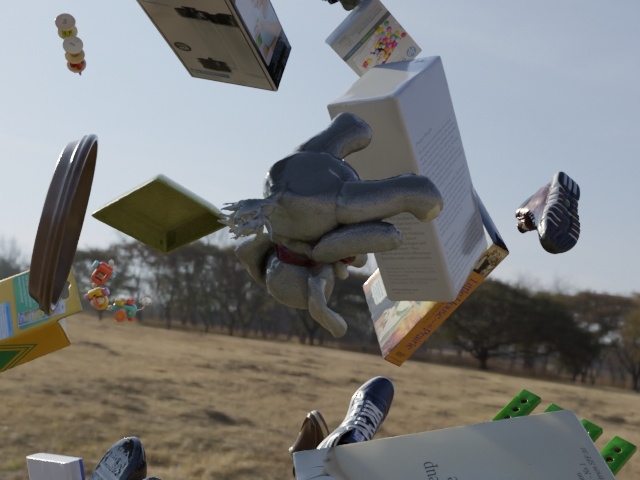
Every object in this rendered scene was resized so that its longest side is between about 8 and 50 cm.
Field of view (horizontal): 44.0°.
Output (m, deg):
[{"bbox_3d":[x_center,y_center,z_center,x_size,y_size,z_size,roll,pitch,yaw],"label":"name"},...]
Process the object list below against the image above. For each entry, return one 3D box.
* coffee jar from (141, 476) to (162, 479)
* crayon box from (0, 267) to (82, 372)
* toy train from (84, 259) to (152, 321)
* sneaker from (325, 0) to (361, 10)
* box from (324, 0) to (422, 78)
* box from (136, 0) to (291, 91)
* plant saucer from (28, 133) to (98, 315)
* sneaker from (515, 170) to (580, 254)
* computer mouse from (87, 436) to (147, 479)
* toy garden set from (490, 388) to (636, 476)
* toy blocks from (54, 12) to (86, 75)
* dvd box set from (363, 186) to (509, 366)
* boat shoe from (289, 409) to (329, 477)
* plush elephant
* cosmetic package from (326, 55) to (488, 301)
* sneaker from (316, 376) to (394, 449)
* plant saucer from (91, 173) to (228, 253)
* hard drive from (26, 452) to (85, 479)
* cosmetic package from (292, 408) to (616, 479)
[{"bbox_3d":[-0.315,0.494,1.376,0.079,0.096,0.184,-18,-27,-46],"label":"coffee jar"},{"bbox_3d":[-0.662,0.174,1.684,0.323,0.083,0.203,-22,41,-10],"label":"crayon box"},{"bbox_3d":[-0.485,0.128,1.860,0.166,0.125,0.046,40,19,-18],"label":"toy train"},{"bbox_3d":[0.008,-0.613,1.804,0.109,0.286,0.130,-23,-44,-11],"label":"sneaker"},{"bbox_3d":[0.119,-0.433,1.760,0.186,0.145,0.038,38,11,-41],"label":"box"},{"bbox_3d":[-0.164,-0.344,1.207,0.169,0.087,0.290,13,-14,15],"label":"box"},{"bbox_3d":[-0.381,-0.027,1.174,0.041,0.277,0.278,13,-7,-12],"label":"plant saucer"},{"bbox_3d":[0.541,-0.037,1.929,0.106,0.281,0.162,42,-47,-11],"label":"sneaker"},{"bbox_3d":[-0.416,0.501,1.505,0.072,0.272,0.188,45,-14,-30],"label":"computer mouse"},{"bbox_3d":[0.419,0.403,1.471,0.204,0.049,0.244,-36,38,-27],"label":"toy garden set"},{"bbox_3d":[-0.663,-0.515,2.112,0.054,0.123,0.148,-17,-12,-16],"label":"toy blocks"},{"bbox_3d":[0.281,0.078,2.037,0.062,0.420,0.307,27,28,-26],"label":"dvd box set"},{"bbox_3d":[-0.036,0.575,2.178,0.095,0.257,0.095,-18,42,-25],"label":"boat shoe"},{"bbox_3d":[0.000,0.000,1.248,0.330,0.255,0.272,-26,47,-26],"label":"plush elephant"},{"bbox_3d":[0.191,-0.121,1.633,0.162,0.453,0.230,-2,29,34],"label":"cosmetic package"},{"bbox_3d":[0.101,0.436,1.877,0.099,0.282,0.153,41,-21,-1],"label":"sneaker"},{"bbox_3d":[-0.298,-0.057,1.495,0.188,0.045,0.188,-22,-37,32],"label":"plant saucer"},{"bbox_3d":[-0.533,0.611,1.652,0.040,0.318,0.210,-7,-3,-43],"label":"hard drive"},{"bbox_3d":[0.135,0.283,0.805,0.310,0.113,0.160,-7,29,-6],"label":"cosmetic package"}]
